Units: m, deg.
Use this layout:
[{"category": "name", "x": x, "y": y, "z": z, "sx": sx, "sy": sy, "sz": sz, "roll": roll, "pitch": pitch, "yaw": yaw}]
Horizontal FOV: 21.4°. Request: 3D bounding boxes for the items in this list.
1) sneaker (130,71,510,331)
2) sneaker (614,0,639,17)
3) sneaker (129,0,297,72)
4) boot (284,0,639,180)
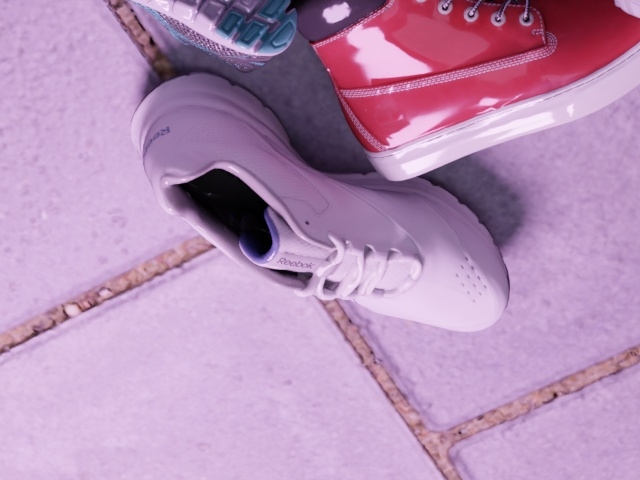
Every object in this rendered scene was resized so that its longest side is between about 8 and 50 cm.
[{"category": "sneaker", "x": 0.000, "y": 0.000, "z": 1.169, "sx": 0.297, "sy": 0.129, "sz": 0.111, "roll": 24, "pitch": 117, "yaw": -16}, {"category": "sneaker", "x": 0.251, "y": -0.167, "z": 1.031, "sx": 0.292, "sy": 0.110, "sz": 0.118, "roll": 16, "pitch": 166, "yaw": -42}, {"category": "sneaker", "x": -0.096, "y": -0.159, "z": 1.108, "sx": 0.166, "sy": 0.065, "sz": 0.076, "roll": 34, "pitch": 161, "yaw": 1}, {"category": "boot", "x": 0.106, "y": -0.157, "z": 1.099, "sx": 0.244, "sy": 0.088, "sz": 0.176, "roll": -22, "pitch": 118, "yaw": 17}]
